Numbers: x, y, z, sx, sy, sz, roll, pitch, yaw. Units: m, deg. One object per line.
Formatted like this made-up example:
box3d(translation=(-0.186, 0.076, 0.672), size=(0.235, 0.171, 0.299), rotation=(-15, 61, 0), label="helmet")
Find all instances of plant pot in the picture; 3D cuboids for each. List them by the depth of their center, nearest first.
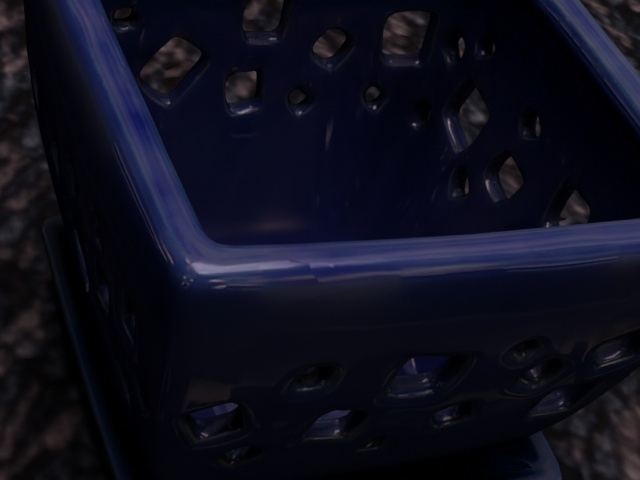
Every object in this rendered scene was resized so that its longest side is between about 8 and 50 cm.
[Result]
box3d(translation=(0.000, 0.000, 0.627), size=(0.236, 0.212, 0.236), rotation=(-6, 46, -23), label="plant pot")
